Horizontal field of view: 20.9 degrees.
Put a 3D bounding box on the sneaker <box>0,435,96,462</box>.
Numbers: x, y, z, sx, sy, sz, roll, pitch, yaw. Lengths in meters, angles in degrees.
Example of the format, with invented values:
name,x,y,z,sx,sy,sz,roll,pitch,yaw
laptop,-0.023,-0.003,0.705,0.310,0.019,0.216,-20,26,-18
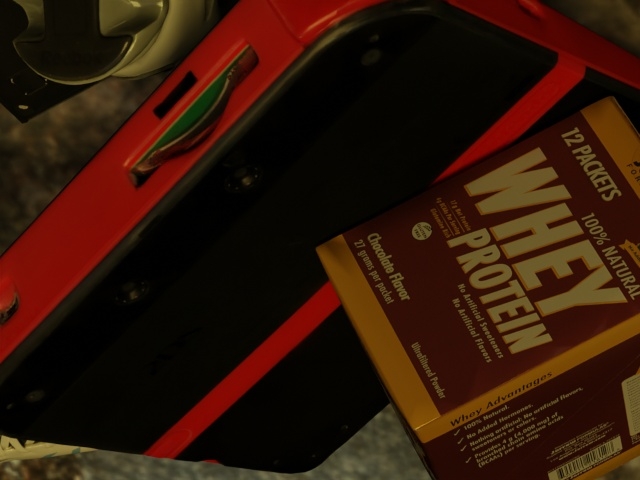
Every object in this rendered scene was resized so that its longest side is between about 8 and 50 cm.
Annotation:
name,x,y,z,sx,sy,sz,roll,pitch,yaw
sneaker,-0.231,0.124,1.171,0.237,0.086,0.085,-4,118,3

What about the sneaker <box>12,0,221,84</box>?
name,x,y,z,sx,sy,sz,roll,pitch,yaw
sneaker,-0.103,-0.253,0.942,0.122,0.146,0.330,7,100,27

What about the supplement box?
name,x,y,z,sx,sy,sz,roll,pitch,yaw
supplement box,0.126,0.052,1.016,0.191,0.129,0.194,-27,149,-1

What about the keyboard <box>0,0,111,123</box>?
name,x,y,z,sx,sy,sz,roll,pitch,yaw
keyboard,-0.253,-0.178,0.987,0.201,0.033,0.317,-25,130,23

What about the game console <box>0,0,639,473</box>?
name,x,y,z,sx,sy,sz,roll,pitch,yaw
game console,0.000,0.000,1.021,0.386,0.060,0.342,-43,146,24
